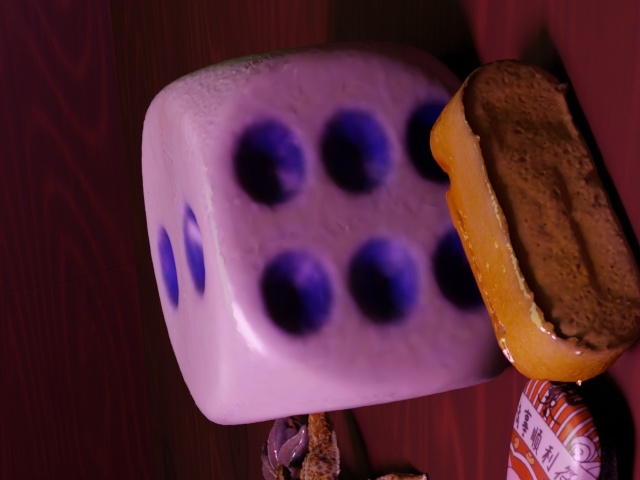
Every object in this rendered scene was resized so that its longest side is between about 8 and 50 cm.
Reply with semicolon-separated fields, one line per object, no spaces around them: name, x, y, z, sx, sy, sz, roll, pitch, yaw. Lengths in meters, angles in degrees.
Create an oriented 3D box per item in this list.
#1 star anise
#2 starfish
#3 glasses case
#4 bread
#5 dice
star anise;-0.030;0.325;1.862;0.212;0.073;0.196;131;122;-66
starfish;0.027;0.328;1.604;0.347;0.078;0.358;68;151;28
glasses case;0.192;0.226;1.079;0.103;0.067;0.266;-130;33;-55
bread;0.157;-0.012;0.991;0.094;0.102;0.245;119;136;-62
dice;0.000;0.000;1.223;0.304;0.277;0.304;155;107;-71
